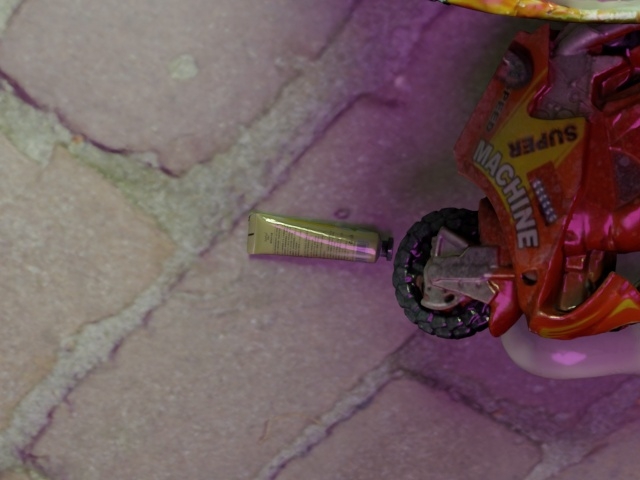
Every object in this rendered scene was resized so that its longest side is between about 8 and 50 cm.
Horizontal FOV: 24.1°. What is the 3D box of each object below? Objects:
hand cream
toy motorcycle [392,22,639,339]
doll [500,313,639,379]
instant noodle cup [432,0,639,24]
[{"bbox_3d":[0.000,0.000,1.044,0.102,0.022,0.035,7,127,1],"label":"hand cream"},{"bbox_3d":[0.162,-0.051,0.901,0.089,0.171,0.298,9,115,-54],"label":"toy motorcycle"},{"bbox_3d":[0.363,0.040,0.972,0.376,0.187,0.365,6,139,-33],"label":"doll"},{"bbox_3d":[0.094,-0.228,0.607,0.251,0.251,0.190,4,125,-3],"label":"instant noodle cup"}]
